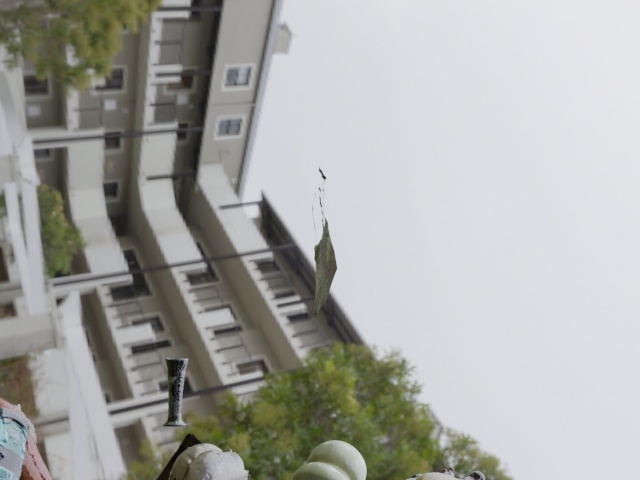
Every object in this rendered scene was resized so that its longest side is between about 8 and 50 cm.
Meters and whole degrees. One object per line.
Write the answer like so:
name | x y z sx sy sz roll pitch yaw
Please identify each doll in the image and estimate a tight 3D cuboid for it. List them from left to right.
doll | 0.232 0.452 1.389 0.127 0.249 0.088 6 -92 45

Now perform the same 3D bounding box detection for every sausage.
sausage | -0.514 0.407 1.360 0.300 0.089 0.083 61 -24 7

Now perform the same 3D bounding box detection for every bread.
bread | -0.197 0.486 1.198 0.102 0.183 0.337 5 -81 33

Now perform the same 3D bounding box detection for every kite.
kite | -0.002 0.000 1.632 0.169 0.015 0.309 109 -18 -47

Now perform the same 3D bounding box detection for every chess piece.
chess piece | -0.007 0.540 1.644 0.183 0.330 0.182 10 -64 22

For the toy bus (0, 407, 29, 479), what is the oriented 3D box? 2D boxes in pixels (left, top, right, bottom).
toy bus | -0.599 0.348 1.235 0.128 0.256 0.146 86 -4 -62

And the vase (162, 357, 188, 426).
vase | -0.356 0.373 1.948 0.059 0.059 0.166 163 -71 -65

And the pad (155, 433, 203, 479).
pad | -0.167 0.528 1.434 0.330 0.004 0.220 39 -70 11

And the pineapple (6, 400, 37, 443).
pineapple | -0.736 0.469 1.577 0.175 0.361 0.175 51 0 0
